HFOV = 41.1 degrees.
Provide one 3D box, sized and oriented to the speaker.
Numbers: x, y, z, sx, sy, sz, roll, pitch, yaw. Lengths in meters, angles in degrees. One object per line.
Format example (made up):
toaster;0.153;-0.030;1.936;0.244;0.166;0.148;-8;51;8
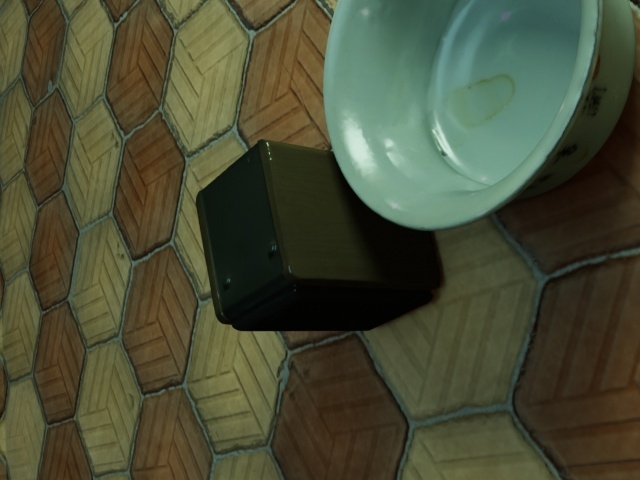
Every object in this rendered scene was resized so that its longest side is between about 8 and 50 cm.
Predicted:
speaker;0.000;0.000;0.992;0.153;0.230;0.193;-33;61;44

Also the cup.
cup;0.171;-0.178;0.857;0.347;0.163;0.347;-6;82;50
